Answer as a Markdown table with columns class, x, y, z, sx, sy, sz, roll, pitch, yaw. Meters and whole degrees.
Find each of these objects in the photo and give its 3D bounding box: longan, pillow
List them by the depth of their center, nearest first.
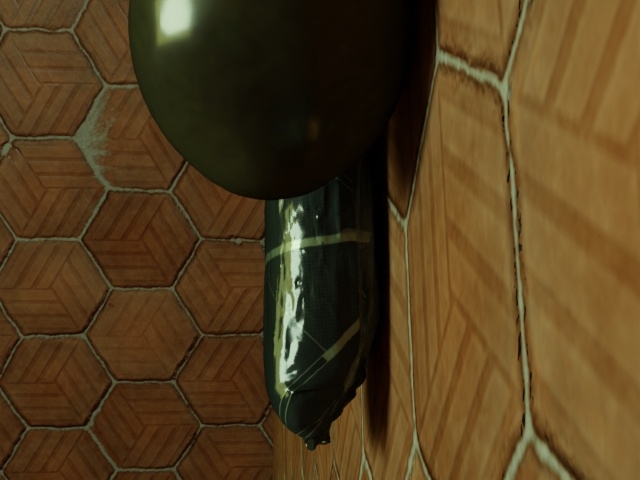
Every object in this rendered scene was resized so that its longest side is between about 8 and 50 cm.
| class | x | y | z | sx | sy | sz | roll | pitch | yaw |
| --- | --- | --- | --- | --- | --- | --- | --- | --- | --- |
| longan | -0.033 | -0.139 | 0.670 | 0.197 | 0.196 | 0.220 | -98 | 4 | -57 |
| pillow | 0.000 | 0.000 | 0.829 | 0.161 | 0.092 | 0.335 | 100 | 171 | -81 |
